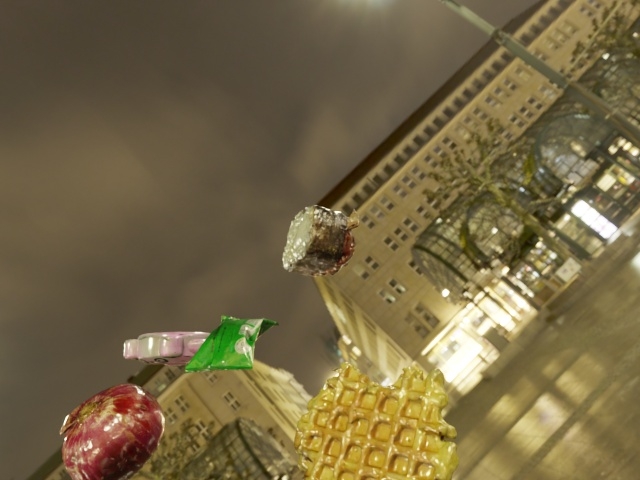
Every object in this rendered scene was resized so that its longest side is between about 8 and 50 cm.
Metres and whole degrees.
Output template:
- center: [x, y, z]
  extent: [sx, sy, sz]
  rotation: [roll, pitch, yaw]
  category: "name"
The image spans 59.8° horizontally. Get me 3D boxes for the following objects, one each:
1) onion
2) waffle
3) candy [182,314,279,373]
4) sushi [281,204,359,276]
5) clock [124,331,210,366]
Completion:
- center: [-0.546, 0.535, 1.498]
  extent: [0.256, 0.272, 0.230]
  rotation: [-56, 26, 4]
  category: "onion"
- center: [0.081, 0.325, 0.912]
  extent: [0.300, 0.282, 0.058]
  rotation: [-25, -42, 25]
  category: "waffle"
- center: [-0.186, 0.211, 1.161]
  extent: [0.141, 0.078, 0.203]
  rotation: [-18, 18, 20]
  category: "candy"
- center: [0.000, 0.000, 1.717]
  extent: [0.181, 0.197, 0.343]
  rotation: [6, -16, -19]
  category: "sushi"
- center: [-0.402, 0.305, 1.562]
  extent: [0.227, 0.090, 0.248]
  rotation: [-10, -16, 27]
  category: "clock"
